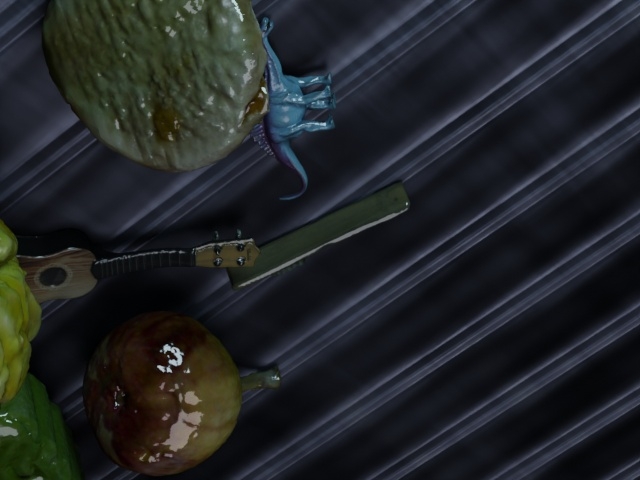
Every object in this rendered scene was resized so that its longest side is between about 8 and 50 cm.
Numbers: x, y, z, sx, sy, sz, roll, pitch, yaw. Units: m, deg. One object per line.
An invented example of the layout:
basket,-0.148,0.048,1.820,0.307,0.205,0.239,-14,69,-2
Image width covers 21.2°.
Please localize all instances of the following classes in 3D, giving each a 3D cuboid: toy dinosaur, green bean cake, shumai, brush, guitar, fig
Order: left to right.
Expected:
green bean cake,-0.367,0.234,1.684,0.248,0.125,0.222,-20,139,1
guitar,-0.191,0.018,1.581,0.271,0.038,0.084,-8,138,-8
shumai,-0.114,-0.153,1.374,0.201,0.120,0.201,10,115,22
fig,-0.117,0.155,1.676,0.230,0.143,0.160,14,98,-30
toy dinosaur,-0.027,-0.113,1.502,0.080,0.045,0.197,-4,131,3
brush,0.000,0.000,1.639,0.190,0.034,0.027,-26,147,8

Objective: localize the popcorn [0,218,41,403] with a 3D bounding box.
popcorn,-0.376,0.058,1.409,0.282,0.247,0.282,1,126,1
